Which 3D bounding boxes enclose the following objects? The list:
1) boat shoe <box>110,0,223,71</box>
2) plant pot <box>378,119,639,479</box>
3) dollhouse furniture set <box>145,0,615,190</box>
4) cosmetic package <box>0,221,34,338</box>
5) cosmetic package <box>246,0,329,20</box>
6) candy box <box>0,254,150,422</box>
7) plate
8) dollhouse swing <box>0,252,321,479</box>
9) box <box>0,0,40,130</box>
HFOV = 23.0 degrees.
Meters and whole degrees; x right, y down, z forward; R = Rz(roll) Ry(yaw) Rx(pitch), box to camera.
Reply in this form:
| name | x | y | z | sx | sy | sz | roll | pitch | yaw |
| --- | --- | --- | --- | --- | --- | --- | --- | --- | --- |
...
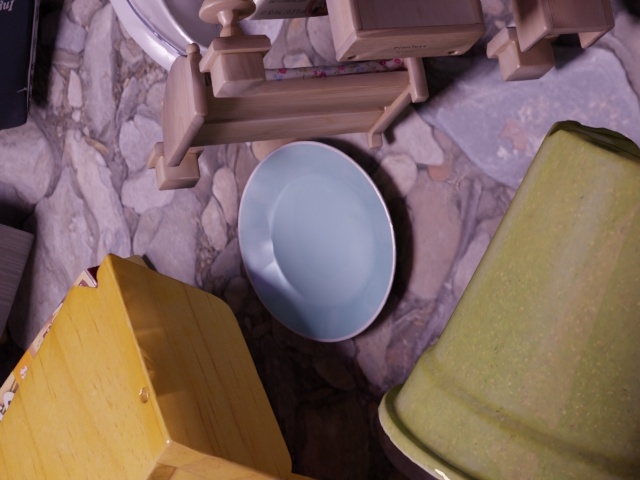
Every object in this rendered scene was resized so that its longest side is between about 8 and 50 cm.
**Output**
| name | x | y | z | sx | sy | sz | roll | pitch | yaw |
| --- | --- | --- | --- | --- | --- | --- | --- | --- | --- |
| boat shoe | -0.155 | -0.264 | 1.475 | 0.258 | 0.095 | 0.084 | 55 | 132 | 15 |
| plant pot | 0.211 | 0.057 | 1.153 | 0.276 | 0.276 | 0.254 | 27 | 105 | 33 |
| dollhouse furniture set | 0.024 | -0.183 | 1.306 | 0.355 | 0.303 | 0.174 | 138 | 125 | -68 |
| cosmetic package | -0.415 | 0.082 | 1.697 | 0.127 | 0.107 | 0.238 | 18 | 89 | 20 |
| cosmetic package | 0.015 | -0.336 | 1.294 | 0.296 | 0.129 | 0.153 | -48 | 67 | 37 |
| candy box | -0.238 | 0.186 | 1.648 | 0.183 | 0.087 | 0.316 | 52 | 126 | 17 |
| plate | 0.000 | 0.000 | 1.451 | 0.188 | 0.024 | 0.188 | 11 | 107 | 39 |
| dollhouse swing | -0.103 | 0.242 | 1.491 | 0.347 | 0.305 | 0.315 | -58 | 39 | 33 |
| box | -0.520 | -0.390 | 1.566 | 0.480 | 0.297 | 0.472 | 37 | 133 | 31 |
